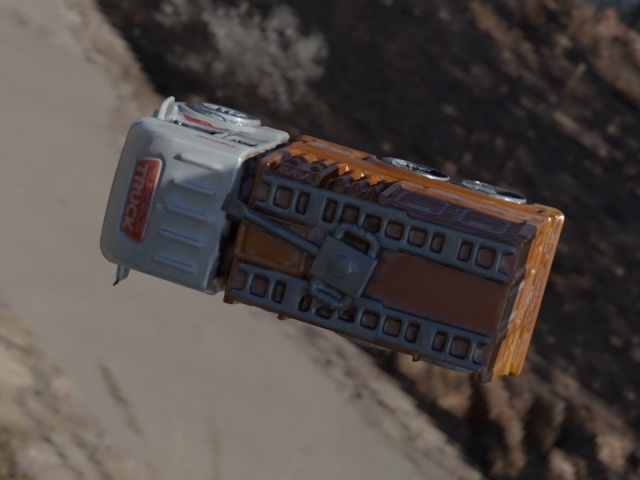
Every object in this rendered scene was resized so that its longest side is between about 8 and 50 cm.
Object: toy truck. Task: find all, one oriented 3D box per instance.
[{"bbox_3d":[0.000,0.000,1.674,0.388,0.173,0.207,17,9,11],"label":"toy truck"}]
